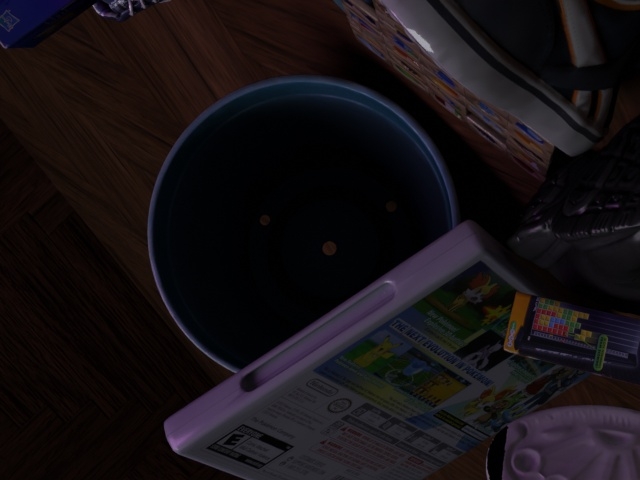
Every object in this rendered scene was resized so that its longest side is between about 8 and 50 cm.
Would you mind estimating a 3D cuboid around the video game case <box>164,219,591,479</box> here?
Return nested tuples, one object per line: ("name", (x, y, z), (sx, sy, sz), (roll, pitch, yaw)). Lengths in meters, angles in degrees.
("video game case", (0.072, 0.125, 1.291), (0.329, 0.300, 0.036), (35, -155, -56))

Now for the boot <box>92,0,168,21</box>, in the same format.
("boot", (-0.166, -0.252, 1.499), (0.069, 0.086, 0.190), (51, 166, -20))

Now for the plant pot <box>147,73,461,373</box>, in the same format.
("plant pot", (0.000, 0.000, 1.424), (0.271, 0.271, 0.255), (44, -178, 8))

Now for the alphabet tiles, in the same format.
("alphabet tiles", (0.093, -0.120, 1.122), (0.198, 0.009, 0.237), (39, 179, 9))

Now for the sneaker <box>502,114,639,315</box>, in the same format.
("sneaker", (0.224, -0.005, 1.057), (0.130, 0.109, 0.286), (39, 176, -1))

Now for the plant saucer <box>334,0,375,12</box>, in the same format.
("plant saucer", (0.029, -0.203, 1.193), (0.119, 0.021, 0.119), (43, 166, 13))

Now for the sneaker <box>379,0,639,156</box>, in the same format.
("sneaker", (0.139, -0.135, 0.882), (0.126, 0.127, 0.321), (48, -168, 14))

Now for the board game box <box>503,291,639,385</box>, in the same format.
("board game box", (0.234, 0.081, 1.122), (0.141, 0.048, 0.170), (11, 178, 30))

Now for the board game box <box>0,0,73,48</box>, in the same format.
("board game box", (-0.281, -0.271, 1.222), (0.233, 0.078, 0.347), (54, 178, -10))

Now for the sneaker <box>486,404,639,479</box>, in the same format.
("sneaker", (0.299, 0.249, 1.253), (0.323, 0.130, 0.236), (5, 148, 11))
